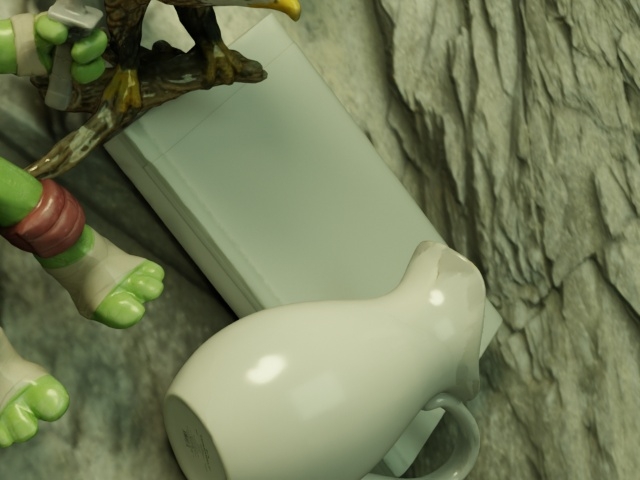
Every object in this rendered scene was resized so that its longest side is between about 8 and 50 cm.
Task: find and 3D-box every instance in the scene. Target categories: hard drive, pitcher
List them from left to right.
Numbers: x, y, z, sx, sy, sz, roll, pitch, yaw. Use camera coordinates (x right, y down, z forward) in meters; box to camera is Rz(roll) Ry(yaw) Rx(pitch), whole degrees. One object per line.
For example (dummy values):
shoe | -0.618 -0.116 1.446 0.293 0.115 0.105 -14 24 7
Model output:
hard drive | 0.000 0.000 0.978 0.307 0.040 0.203 52 43 -10
pitcher | 0.014 0.116 0.856 0.207 0.125 0.177 -24 112 -27

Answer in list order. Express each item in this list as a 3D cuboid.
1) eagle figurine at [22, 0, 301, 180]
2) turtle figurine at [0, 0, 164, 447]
eagle figurine | -0.093 -0.201 0.776 0.225 0.298 0.226 7 44 6
turtle figurine | -0.176 -0.027 0.663 0.266 0.275 0.197 56 27 -34
